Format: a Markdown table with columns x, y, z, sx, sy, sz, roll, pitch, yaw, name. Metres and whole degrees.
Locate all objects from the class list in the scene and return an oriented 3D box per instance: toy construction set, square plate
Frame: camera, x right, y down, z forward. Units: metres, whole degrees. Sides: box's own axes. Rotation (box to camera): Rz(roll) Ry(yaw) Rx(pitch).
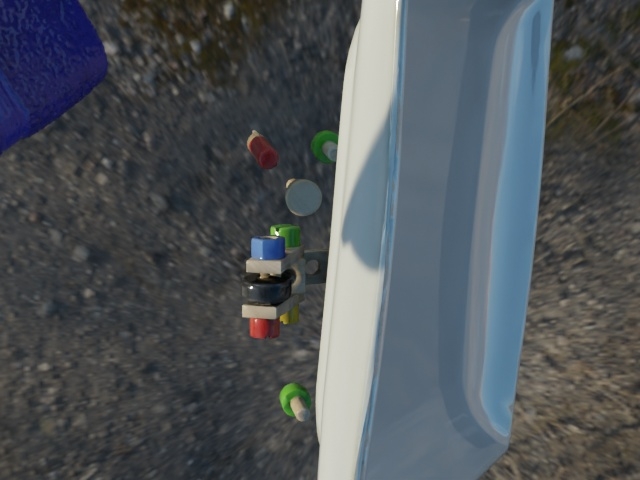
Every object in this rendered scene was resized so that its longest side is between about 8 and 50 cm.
| x | y | z | sx | sy | sz | roll | pitch | yaw | name |
| --- | --- | --- | --- | --- | --- | --- | --- | --- | --- |
| 0.000 | 0.000 | 1.668 | 0.257 | 0.237 | 0.309 | -27 | 107 | -3 | toy construction set |
| 0.074 | -0.008 | 0.849 | 0.049 | 0.347 | 0.344 | 7 | 96 | 20 | square plate |

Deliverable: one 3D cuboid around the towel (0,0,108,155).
| x | y | z | sx | sy | sz | roll | pitch | yaw | name |
| --- | --- | --- | --- | --- | --- | --- | --- | --- | --- |
| -0.370 | -0.196 | 1.447 | 0.076 | 0.308 | 0.228 | -14 | 112 | 40 | towel |
